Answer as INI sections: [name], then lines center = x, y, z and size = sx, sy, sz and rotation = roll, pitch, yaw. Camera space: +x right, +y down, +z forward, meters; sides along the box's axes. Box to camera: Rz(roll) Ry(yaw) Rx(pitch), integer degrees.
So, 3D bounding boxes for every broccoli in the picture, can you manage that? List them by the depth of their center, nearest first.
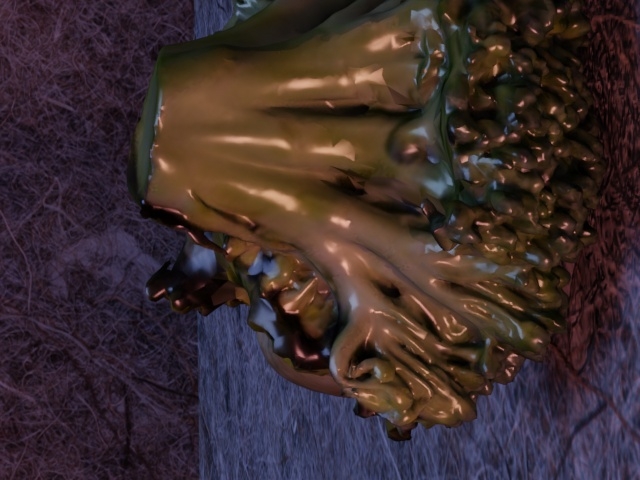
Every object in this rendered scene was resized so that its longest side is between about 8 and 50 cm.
[broccoli]
center = 0.032, -0.060, 0.934
size = 0.324, 0.272, 0.334
rotation = -73, 3, -64

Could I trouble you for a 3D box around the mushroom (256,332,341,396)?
[mushroom]
center = 0.000, 0.000, 1.173
size = 0.189, 0.195, 0.253
rotation = 116, 153, -73
